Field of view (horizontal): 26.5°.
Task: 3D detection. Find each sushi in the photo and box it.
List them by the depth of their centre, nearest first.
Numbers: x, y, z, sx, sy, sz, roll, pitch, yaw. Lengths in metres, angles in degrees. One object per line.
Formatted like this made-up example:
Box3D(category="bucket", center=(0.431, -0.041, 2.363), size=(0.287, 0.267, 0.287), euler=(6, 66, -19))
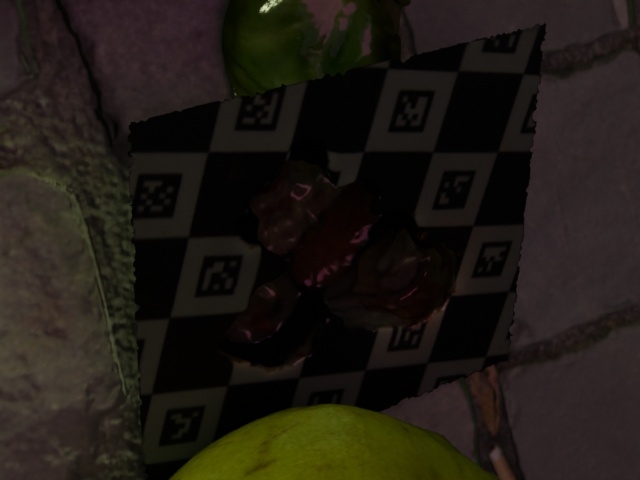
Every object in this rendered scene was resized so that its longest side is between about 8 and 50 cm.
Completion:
Box3D(category="sushi", center=(0.000, 0.000, 1.013), size=(0.339, 0.069, 0.320), euler=(-18, 128, -25))

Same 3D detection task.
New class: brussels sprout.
Box3D(category="brussels sprout", center=(-0.002, -0.160, 1.023), size=(0.139, 0.100, 0.181), euler=(13, 102, -11))

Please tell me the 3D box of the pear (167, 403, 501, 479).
Box3D(category="pear", center=(-0.020, 0.273, 0.921), size=(0.375, 0.287, 0.287), euler=(-35, 106, -6))
